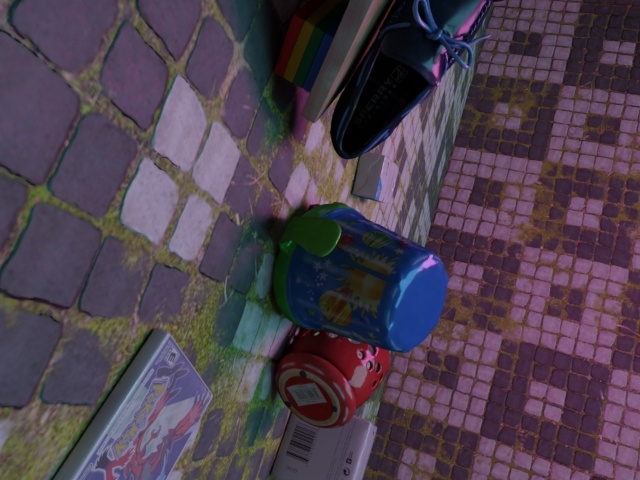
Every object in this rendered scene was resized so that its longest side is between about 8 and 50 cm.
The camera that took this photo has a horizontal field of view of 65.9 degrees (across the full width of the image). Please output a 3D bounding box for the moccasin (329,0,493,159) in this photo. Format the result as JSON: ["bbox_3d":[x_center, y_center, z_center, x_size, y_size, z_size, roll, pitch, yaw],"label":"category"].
[{"bbox_3d":[0.132,-0.240,0.661,0.342,0.138,0.116,-58,-168,32],"label":"moccasin"}]

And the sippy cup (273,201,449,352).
[{"bbox_3d":[0.078,0.071,0.827,0.306,0.224,0.239,-7,109,-44],"label":"sippy cup"}]

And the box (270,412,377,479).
[{"bbox_3d":[0.012,0.472,1.113,0.119,0.182,0.180,62,45,-63],"label":"box"}]

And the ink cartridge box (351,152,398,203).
[{"bbox_3d":[0.138,-0.149,1.211,0.181,0.062,0.104,0,104,-71],"label":"ink cartridge box"}]

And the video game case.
[{"bbox_3d":[-0.201,0.228,0.555,0.183,0.023,0.201,81,29,-51],"label":"video game case"}]

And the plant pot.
[{"bbox_3d":[0.020,0.257,0.970,0.174,0.191,0.191,-44,144,-50],"label":"plant pot"}]

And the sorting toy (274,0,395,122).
[{"bbox_3d":[0.050,-0.330,0.651,0.255,0.089,0.257,-58,-179,-39],"label":"sorting toy"}]

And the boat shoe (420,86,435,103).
[{"bbox_3d":[0.245,-0.499,1.158,0.130,0.133,0.355,-57,155,-44],"label":"boat shoe"}]

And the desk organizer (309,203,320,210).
[{"bbox_3d":[0.000,0.000,0.933,0.047,0.050,0.130,-16,119,-69],"label":"desk organizer"}]
